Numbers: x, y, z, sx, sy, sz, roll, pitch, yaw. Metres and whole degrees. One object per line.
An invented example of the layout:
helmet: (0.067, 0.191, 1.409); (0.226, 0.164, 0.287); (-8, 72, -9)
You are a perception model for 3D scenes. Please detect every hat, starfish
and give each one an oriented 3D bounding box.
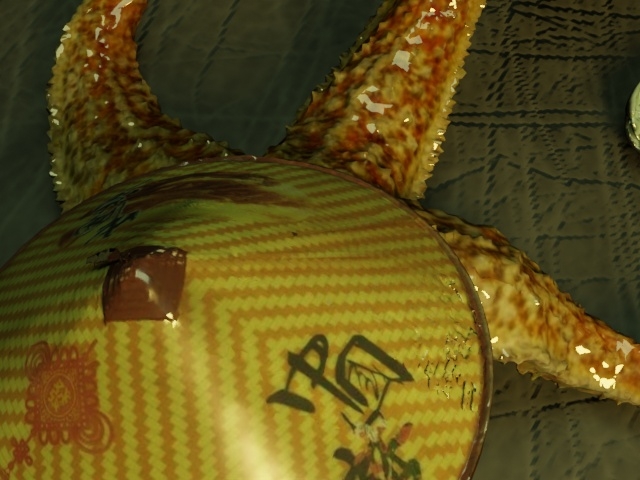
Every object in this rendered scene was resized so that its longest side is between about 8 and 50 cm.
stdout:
hat: (-0.045, 0.030, 0.493); (0.193, 0.082, 0.193); (-6, 55, 8)
starfish: (0.003, -0.003, 0.617); (0.312, 0.113, 0.303); (20, 59, 14)

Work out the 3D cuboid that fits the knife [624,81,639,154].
knife: (0.236, -0.119, 0.745); (0.296, 0.026, 0.044); (-38, 68, -26)
